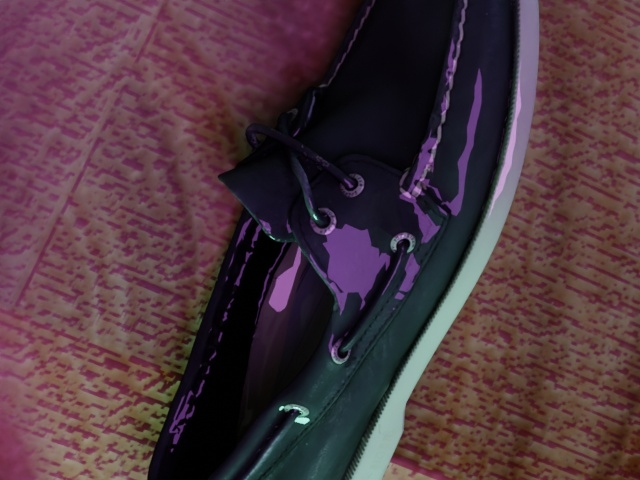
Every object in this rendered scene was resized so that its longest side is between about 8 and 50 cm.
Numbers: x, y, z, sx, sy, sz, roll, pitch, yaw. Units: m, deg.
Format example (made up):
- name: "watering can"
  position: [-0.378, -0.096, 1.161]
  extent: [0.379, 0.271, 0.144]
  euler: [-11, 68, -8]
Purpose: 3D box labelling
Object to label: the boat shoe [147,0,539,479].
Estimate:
- name: "boat shoe"
  position: [-0.002, -0.001, 0.946]
  extent: [0.113, 0.127, 0.340]
  euler: [8, 116, -31]
